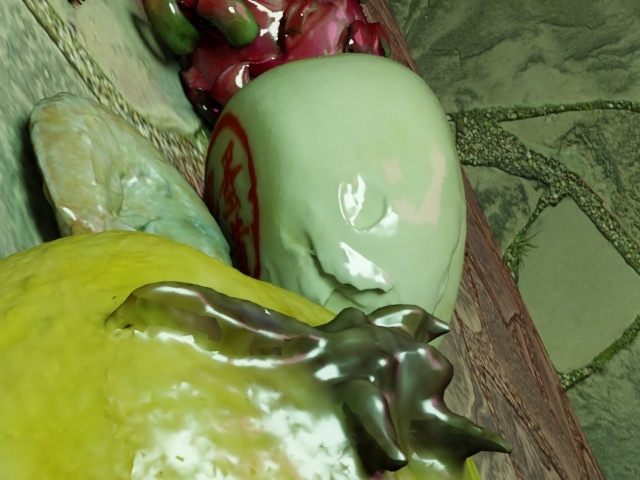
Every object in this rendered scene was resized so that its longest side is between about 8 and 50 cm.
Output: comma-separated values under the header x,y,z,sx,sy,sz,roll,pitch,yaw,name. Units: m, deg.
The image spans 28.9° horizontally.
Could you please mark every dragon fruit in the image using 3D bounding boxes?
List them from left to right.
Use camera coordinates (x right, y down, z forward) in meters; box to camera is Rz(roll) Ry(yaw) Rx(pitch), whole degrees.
x,y,z,sx,sy,sz,roll,pitch,yaw,name
-0.043,-0.177,1.123,0.198,0.218,0.272,27,4,25,dragon fruit

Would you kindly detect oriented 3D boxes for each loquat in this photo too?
x,y,z,sx,sy,sz,roll,pitch,yaw,name
-0.052,0.105,0.397,0.244,0.243,0.244,56,15,-23,loquat

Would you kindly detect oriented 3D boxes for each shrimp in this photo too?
x,y,z,sx,sy,sz,roll,pitch,yaw,name
-0.109,0.021,0.730,0.168,0.077,0.317,40,19,-37,shrimp

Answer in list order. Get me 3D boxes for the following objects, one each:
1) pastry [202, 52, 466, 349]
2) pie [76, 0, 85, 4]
x,y,z,sx,sy,sz,roll,pitch,yaw,name
0.001,-0.001,0.842,0.265,0.133,0.265,177,-90,-68,pastry
-0.212,-0.270,0.993,0.088,0.033,0.191,45,21,-40,pie
